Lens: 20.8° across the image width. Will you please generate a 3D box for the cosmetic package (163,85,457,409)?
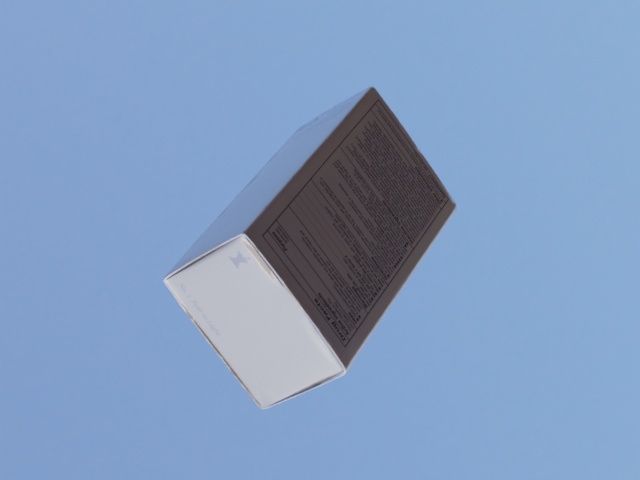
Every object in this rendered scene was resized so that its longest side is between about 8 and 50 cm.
[{"bbox_3d":[0.000,0.000,1.639,0.160,0.113,0.309,55,-143,-11],"label":"cosmetic package"}]
